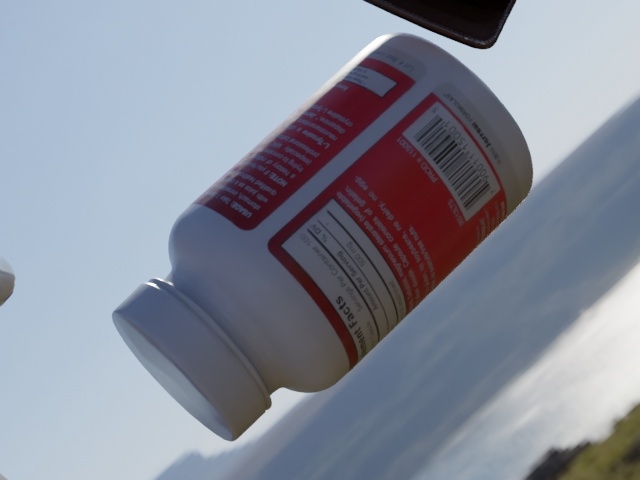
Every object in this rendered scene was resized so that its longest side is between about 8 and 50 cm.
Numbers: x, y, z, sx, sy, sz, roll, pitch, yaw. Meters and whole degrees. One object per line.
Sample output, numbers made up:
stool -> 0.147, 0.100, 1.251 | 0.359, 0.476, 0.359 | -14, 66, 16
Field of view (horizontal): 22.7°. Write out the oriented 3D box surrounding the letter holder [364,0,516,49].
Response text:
letter holder -> 0.082, -0.349, 1.545 | 0.214, 0.301, 0.152 | -62, -2, -38

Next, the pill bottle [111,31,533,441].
pill bottle -> 0.000, 0.000, 1.584 | 0.407, 0.229, 0.229 | -43, -4, -16

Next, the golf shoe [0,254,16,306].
golf shoe -> -0.390, -0.018, 1.651 | 0.140, 0.115, 0.306 | -43, -30, 4

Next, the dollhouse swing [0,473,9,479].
dollhouse swing -> -0.506, 0.423, 2.007 | 0.305, 0.347, 0.315 | 18, 77, 45
